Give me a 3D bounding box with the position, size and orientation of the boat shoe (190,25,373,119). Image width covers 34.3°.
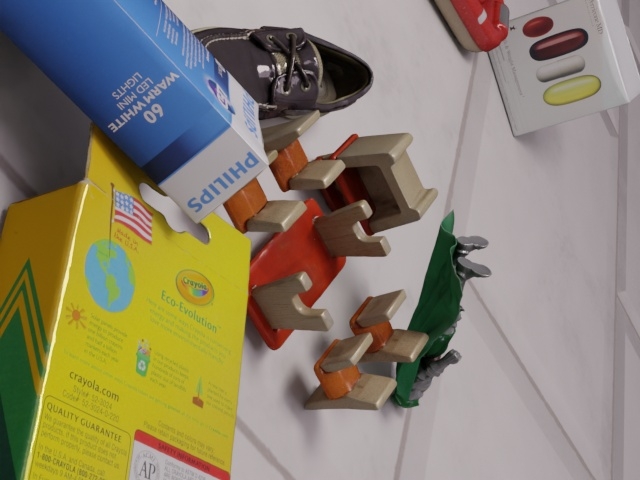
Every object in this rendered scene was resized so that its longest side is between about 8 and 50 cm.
[{"bbox_3d":[-0.039,-0.170,1.037,0.285,0.092,0.103,-4,80,-60],"label":"boat shoe"}]

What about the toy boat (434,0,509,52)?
[{"bbox_3d":[0.253,-0.410,1.595,0.231,0.151,0.151,50,38,-38],"label":"toy boat"}]

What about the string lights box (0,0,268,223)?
[{"bbox_3d":[-0.151,-0.147,0.758,0.260,0.076,0.133,47,13,-24],"label":"string lights box"}]

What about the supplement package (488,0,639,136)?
[{"bbox_3d":[0.415,-0.305,1.774,0.149,0.203,0.194,-31,103,-60],"label":"supplement package"}]

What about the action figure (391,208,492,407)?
[{"bbox_3d":[0.122,0.099,1.116,0.137,0.063,0.232,-80,-173,-52],"label":"action figure"}]

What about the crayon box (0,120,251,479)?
[{"bbox_3d":[-0.145,0.102,0.740,0.202,0.081,0.319,41,44,-45],"label":"crayon box"}]

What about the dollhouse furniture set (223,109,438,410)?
[{"bbox_3d":[0.000,0.000,1.033,0.259,0.135,0.262,-49,119,-43],"label":"dollhouse furniture set"}]
